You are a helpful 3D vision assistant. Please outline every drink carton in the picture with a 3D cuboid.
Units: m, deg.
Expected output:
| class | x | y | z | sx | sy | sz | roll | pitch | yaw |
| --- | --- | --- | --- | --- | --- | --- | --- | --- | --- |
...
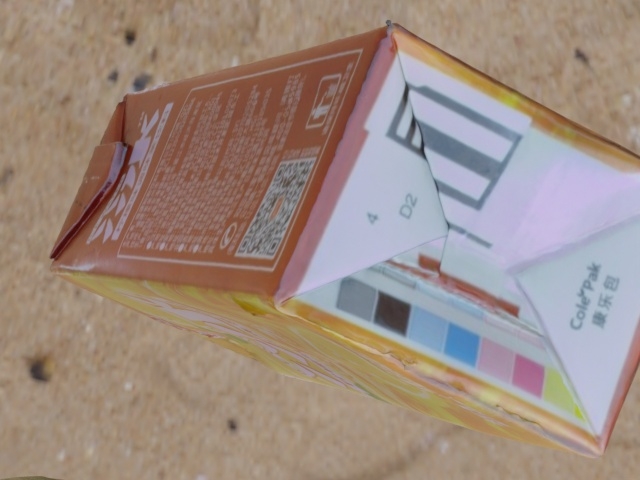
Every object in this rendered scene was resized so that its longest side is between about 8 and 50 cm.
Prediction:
| class | x | y | z | sx | sy | sz | roll | pitch | yaw |
| --- | --- | --- | --- | --- | --- | --- | --- | --- | --- |
| drink carton | 0.000 | 0.000 | 0.491 | 0.096 | 0.223 | 0.071 | 26 | 82 | -19 |

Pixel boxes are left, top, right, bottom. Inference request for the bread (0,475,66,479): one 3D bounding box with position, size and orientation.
| class | x | y | z | sx | sy | sz | roll | pitch | yaw |
| --- | --- | --- | --- | --- | --- | --- | --- | --- | --- |
| bread | -0.171 | 0.155 | 0.438 | 0.341 | 0.300 | 0.210 | -1 | 78 | 10 |
